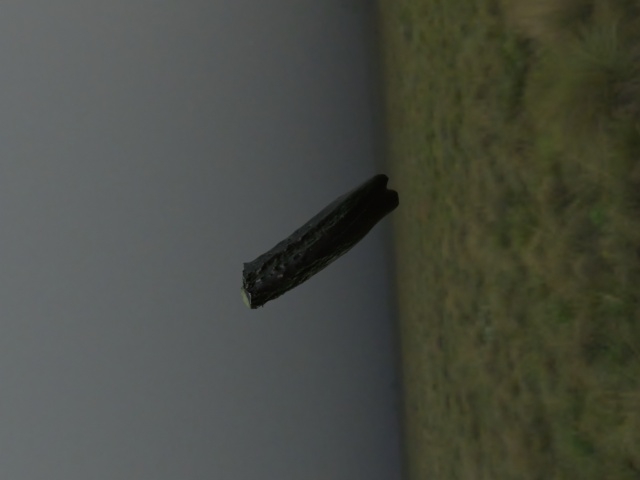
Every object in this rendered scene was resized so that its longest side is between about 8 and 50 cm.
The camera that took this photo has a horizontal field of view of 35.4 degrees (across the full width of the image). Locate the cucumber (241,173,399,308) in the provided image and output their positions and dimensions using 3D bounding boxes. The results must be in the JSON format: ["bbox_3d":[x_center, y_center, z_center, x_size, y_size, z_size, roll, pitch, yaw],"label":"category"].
[{"bbox_3d":[0.001,0.001,0.655,0.034,0.135,0.033,33,152,49],"label":"cucumber"}]
